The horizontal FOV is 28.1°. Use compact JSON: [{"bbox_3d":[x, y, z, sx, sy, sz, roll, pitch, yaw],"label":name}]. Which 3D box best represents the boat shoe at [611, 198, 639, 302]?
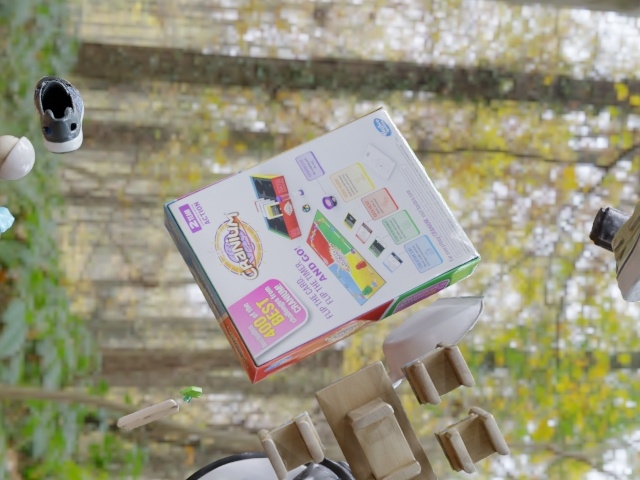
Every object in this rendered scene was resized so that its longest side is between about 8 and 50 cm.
[{"bbox_3d":[0.444,-0.023,1.667,0.302,0.109,0.094,109,-34,-58],"label":"boat shoe"}]

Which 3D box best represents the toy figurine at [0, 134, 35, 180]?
[{"bbox_3d":[-0.466,-0.046,1.574,0.213,0.148,0.209,-55,-173,30],"label":"toy figurine"}]

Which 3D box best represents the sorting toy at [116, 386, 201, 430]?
[{"bbox_3d":[-0.149,0.156,1.196,0.062,0.083,0.012,100,-31,-77],"label":"sorting toy"}]

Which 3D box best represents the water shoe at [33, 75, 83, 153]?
[{"bbox_3d":[-0.386,-0.209,1.904,0.203,0.073,0.080,-117,-156,-50],"label":"water shoe"}]

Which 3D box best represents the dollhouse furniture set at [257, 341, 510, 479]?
[{"bbox_3d":[0.078,0.245,1.307,0.242,0.212,0.161,64,-5,-2],"label":"dollhouse furniture set"}]

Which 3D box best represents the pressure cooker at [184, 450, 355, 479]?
[{"bbox_3d":[-0.094,0.539,1.987,0.420,0.375,0.370,92,0,-51],"label":"pressure cooker"}]

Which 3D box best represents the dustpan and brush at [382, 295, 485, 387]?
[{"bbox_3d":[0.108,0.148,1.600,0.060,0.211,0.147,61,-20,-7],"label":"dustpan and brush"}]

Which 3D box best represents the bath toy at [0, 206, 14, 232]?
[{"bbox_3d":[-0.533,-0.155,1.720,0.151,0.129,0.348,-59,140,-49],"label":"bath toy"}]

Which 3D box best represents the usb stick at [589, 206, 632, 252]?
[{"bbox_3d":[0.579,0.026,2.109,0.045,0.278,0.077,109,5,-65],"label":"usb stick"}]

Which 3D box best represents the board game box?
[{"bbox_3d":[0.000,0.000,1.584,0.242,0.316,0.064,60,-17,18],"label":"board game box"}]
